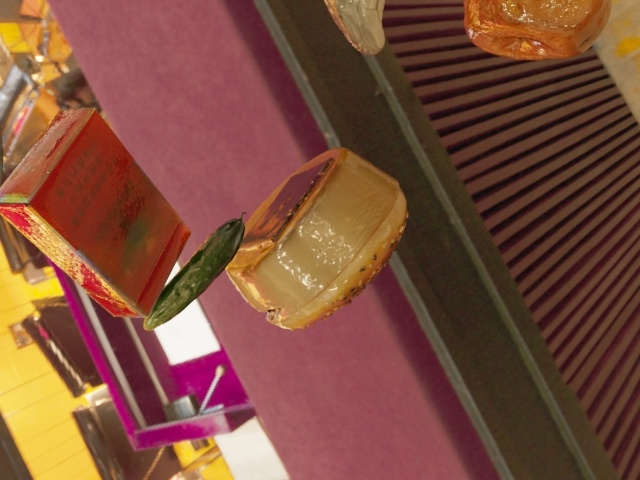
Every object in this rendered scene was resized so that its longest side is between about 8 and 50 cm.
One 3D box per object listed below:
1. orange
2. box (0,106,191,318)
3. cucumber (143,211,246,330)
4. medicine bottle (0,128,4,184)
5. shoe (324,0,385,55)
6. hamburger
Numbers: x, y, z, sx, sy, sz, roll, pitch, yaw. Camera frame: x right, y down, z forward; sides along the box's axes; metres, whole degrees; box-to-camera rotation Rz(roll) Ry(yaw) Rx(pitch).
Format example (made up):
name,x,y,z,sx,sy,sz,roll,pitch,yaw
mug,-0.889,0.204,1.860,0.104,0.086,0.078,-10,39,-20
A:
name,x,y,z,sx,sy,sz,roll,pitch,yaw
orange,0.383,-0.423,1.062,0.248,0.249,0.184,18,96,35
box,-0.198,-0.019,0.551,0.048,0.112,0.175,1,142,25
cucumber,-0.125,0.030,0.638,0.039,0.168,0.039,33,158,16
medicine bottle,-0.681,-0.156,0.927,0.244,0.289,0.245,10,104,44
shoe,0.102,-0.551,1.257,0.210,0.342,0.132,-32,50,8
hamburger,0.000,0.000,0.906,0.176,0.300,0.300,45,136,-16
